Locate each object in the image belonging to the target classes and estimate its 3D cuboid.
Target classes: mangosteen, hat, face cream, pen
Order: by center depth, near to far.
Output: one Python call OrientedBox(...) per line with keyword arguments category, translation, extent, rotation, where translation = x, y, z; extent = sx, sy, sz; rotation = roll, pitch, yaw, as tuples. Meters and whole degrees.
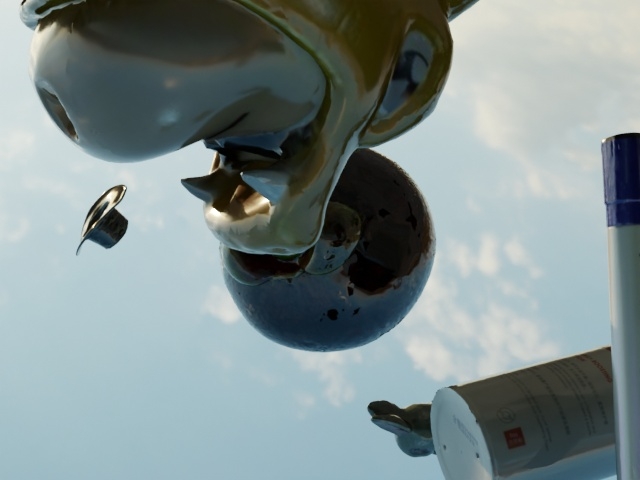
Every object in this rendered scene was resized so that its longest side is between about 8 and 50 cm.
OrientedBox(category="pen", translation=(0.208, 0.064, 0.723), extent=(0.033, 0.269, 0.033), rotation=(-2, 175, 0))
OrientedBox(category="face cream", translation=(0.199, 0.131, 0.814), extent=(0.214, 0.095, 0.096), rotation=(-12, -147, -18))
OrientedBox(category="mangosteen", translation=(0.009, 0.002, 1.057), extent=(0.216, 0.216, 0.216), rotation=(14, -156, -6))
OrientedBox(category="hat", translation=(-0.298, -0.022, 1.524), extent=(0.050, 0.121, 0.121), rotation=(36, -163, -20))

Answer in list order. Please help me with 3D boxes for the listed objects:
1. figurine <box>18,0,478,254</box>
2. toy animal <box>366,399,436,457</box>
OrientedBox(category="figurine", translation=(-0.073, -0.219, 0.597), extent=(0.387, 0.401, 0.268), rotation=(40, -164, -22))
OrientedBox(category="toy animal", translation=(0.176, 0.283, 1.673), extent=(0.236, 0.108, 0.138), rotation=(0, -149, -14))
